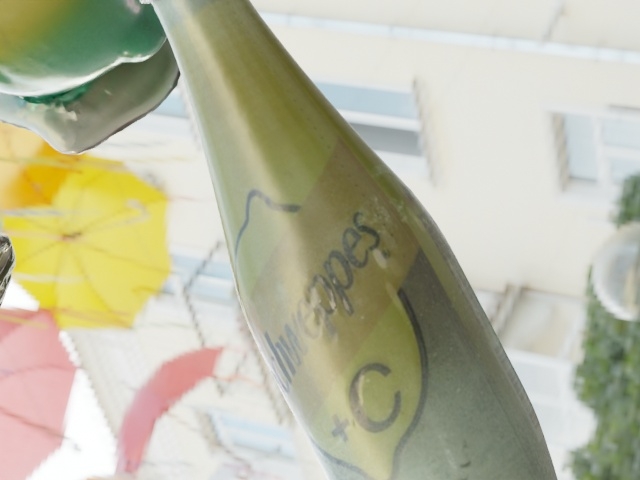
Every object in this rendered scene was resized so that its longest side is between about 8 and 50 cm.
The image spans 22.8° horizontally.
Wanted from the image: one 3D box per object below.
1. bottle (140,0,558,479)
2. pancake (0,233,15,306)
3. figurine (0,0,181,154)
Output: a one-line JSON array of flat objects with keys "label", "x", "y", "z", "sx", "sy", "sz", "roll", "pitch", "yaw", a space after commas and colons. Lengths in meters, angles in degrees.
[{"label": "bottle", "x": 0.000, "y": 0.000, "z": 0.595, "sx": 0.270, "sy": 0.083, "sz": 0.083, "roll": 61, "pitch": -147, "yaw": -1}, {"label": "pancake", "x": -0.332, "y": 0.108, "z": 1.194, "sx": 0.286, "sy": 0.033, "sz": 0.288, "roll": -46, "pitch": -10, "yaw": -19}, {"label": "figurine", "x": -0.220, "y": -0.216, "z": 1.129, "sx": 0.324, "sy": 0.231, "sz": 0.340, "roll": -56, "pitch": -21, "yaw": -7}]
